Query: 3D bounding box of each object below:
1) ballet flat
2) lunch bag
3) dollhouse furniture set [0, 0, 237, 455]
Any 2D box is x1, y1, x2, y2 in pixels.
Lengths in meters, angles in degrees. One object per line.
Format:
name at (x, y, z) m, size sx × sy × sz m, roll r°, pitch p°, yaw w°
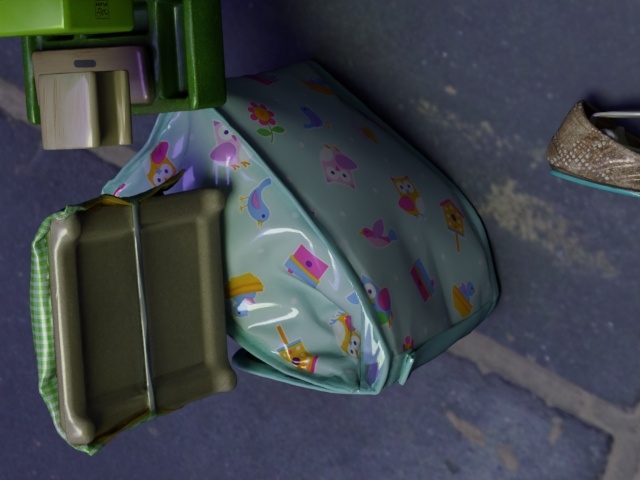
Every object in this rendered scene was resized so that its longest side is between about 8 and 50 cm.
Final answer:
ballet flat at (0.259, -0.053, 1.273) m, size 0.206 × 0.073 × 0.067 m, roll 19°, pitch 104°, yaw 24°
lunch bag at (0.000, 0.000, 1.368) m, size 0.262 × 0.223 × 0.160 m, roll 45°, pitch 117°, yaw 12°
dollhouse furniture set at (-0.173, -0.024, 1.217) m, size 0.151 × 0.197 × 0.301 m, roll 0°, pitch 97°, yaw 29°
